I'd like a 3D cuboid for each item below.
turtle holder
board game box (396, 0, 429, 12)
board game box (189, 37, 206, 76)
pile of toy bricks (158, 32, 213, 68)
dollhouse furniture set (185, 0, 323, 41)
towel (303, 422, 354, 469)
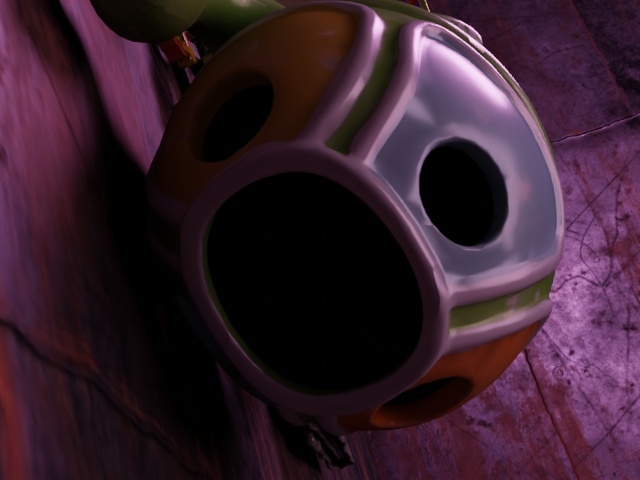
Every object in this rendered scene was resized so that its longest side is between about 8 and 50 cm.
[{"bbox_3d":[0.012,-0.041,0.511,0.227,0.243,0.320,-51,134,-68],"label":"turtle holder"},{"bbox_3d":[-0.004,-0.328,1.404,0.078,0.347,0.233,61,11,-82],"label":"board game box"},{"bbox_3d":[-0.085,-0.131,0.939,0.186,0.026,0.126,59,-9,-16],"label":"board game box"},{"bbox_3d":[-0.077,-0.136,0.778,0.105,0.118,0.212,0,67,-79],"label":"pile of toy bricks"},{"bbox_3d":[-0.117,-0.308,0.944,0.262,0.135,0.259,16,-56,68],"label":"dollhouse furniture set"},{"bbox_3d":[-0.044,0.080,0.945,0.312,0.056,0.324,77,-6,-66],"label":"towel"}]
